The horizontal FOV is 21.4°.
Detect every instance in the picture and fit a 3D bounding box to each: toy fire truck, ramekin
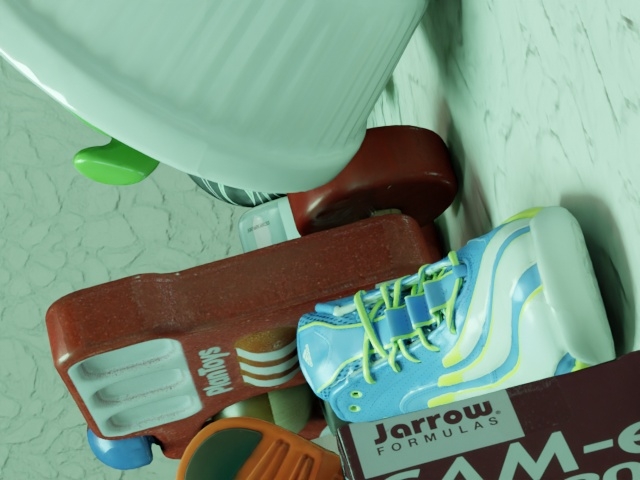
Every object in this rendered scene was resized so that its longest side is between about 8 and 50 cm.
[{"bbox_3d":[-0.028,0.068,1.038,0.302,0.254,0.169,90,166,-70],"label":"toy fire truck"},{"bbox_3d":[-0.062,-0.160,0.890,0.127,0.273,0.273,-52,33,25],"label":"ramekin"}]

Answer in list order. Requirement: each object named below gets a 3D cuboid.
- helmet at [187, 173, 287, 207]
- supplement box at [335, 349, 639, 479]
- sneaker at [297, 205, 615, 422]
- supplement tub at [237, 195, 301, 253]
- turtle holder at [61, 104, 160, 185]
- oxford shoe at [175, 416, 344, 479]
[{"bbox_3d":[-0.061,-0.114,1.487,0.161,0.169,0.169,14,-119,-77],"label":"helmet"},{"bbox_3d":[0.088,0.162,0.706,0.073,0.130,0.239,-109,6,-47],"label":"supplement box"},{"bbox_3d":[0.056,0.050,0.781,0.240,0.126,0.091,95,160,-77],"label":"sneaker"},{"bbox_3d":[0.004,0.056,1.470,0.117,0.117,0.190,107,149,-81],"label":"supplement tub"},{"bbox_3d":[-0.068,-0.176,1.218,0.320,0.243,0.227,30,-135,-38],"label":"turtle holder"},{"bbox_3d":[0.053,0.173,0.903,0.271,0.097,0.098,28,176,28],"label":"oxford shoe"}]
